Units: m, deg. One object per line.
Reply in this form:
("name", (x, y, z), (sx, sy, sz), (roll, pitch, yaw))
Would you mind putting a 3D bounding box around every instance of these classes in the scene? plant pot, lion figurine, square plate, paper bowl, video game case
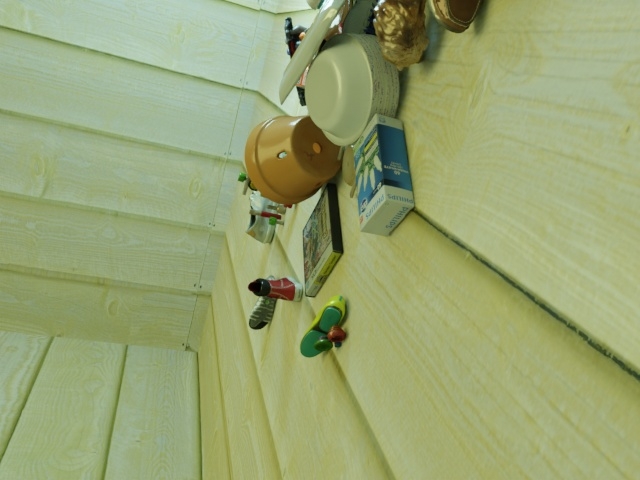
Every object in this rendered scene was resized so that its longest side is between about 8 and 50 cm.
("plant pot", (-0.063, -0.270, 1.726), (0.203, 0.291, 0.290), (-10, 69, 53))
("lion figurine", (0.228, -0.587, 1.190), (0.392, 0.142, 0.240), (-61, 32, 35))
("square plate", (0.002, -0.585, 1.496), (0.347, 0.049, 0.344), (-45, 18, 50))
("paper bowl", (0.064, -0.387, 1.419), (0.284, 0.148, 0.284), (22, 116, 56))
("video game case", (0.000, 0.000, 1.719), (0.248, 0.035, 0.274), (119, 154, -46))

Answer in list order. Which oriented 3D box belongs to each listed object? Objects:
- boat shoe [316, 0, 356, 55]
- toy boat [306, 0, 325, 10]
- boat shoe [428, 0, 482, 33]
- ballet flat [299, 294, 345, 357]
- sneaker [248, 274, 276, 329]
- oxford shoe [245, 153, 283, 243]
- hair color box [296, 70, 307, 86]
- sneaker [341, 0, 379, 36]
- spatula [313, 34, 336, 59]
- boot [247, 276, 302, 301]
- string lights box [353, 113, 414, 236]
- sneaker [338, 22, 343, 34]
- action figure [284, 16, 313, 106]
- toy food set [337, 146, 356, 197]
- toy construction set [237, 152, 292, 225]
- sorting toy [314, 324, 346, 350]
("boat shoe", (0.043, -0.693, 1.869), (0.111, 0.105, 0.307), (-146, 67, -71))
("toy boat", (0.044, -0.961, 2.002), (0.318, 0.148, 0.267), (-95, 27, -59))
("boat shoe", (0.284, -0.561, 1.031), (0.116, 0.123, 0.324), (-177, 95, -70))
("ballet flat", (0.012, 0.235, 1.513), (0.231, 0.077, 0.077), (-61, 4, 38))
("sneaker", (-0.228, 0.245, 2.231), (0.228, 0.086, 0.132), (-64, 16, 13))
("oxford shoe", (-0.252, -0.212, 2.473), (0.169, 0.130, 0.449), (166, 115, -72))
("hair color box", (0.007, -0.517, 1.795), (0.167, 0.093, 0.053), (17, 98, 44))
("sneaker", (0.157, -0.610, 1.434), (0.182, 0.128, 0.315), (-112, 38, -63))
("spatula", (0.048, -0.488, 1.670), (0.168, 0.019, 0.242), (-17, 87, 54))
("boot", (-0.179, 0.165, 1.949), (0.244, 0.176, 0.088), (177, 101, -73))
("string lights box", (0.145, -0.155, 1.291), (0.133, 0.077, 0.259), (126, 149, -51))
("sneaker", (0.082, -0.591, 1.724), (0.221, 0.087, 0.128), (-99, 27, -49))
("action figure", (-0.031, -0.685, 2.108), (0.330, 0.179, 0.341), (-99, -2, -61))
("toy food set", (0.098, -0.220, 1.557), (0.132, 0.039, 0.192), (108, 157, -44))
("toy construction set", (-0.232, -0.208, 2.223), (0.257, 0.237, 0.308), (-99, 26, -46))
("sorting toy", (0.028, 0.255, 1.448), (0.102, 0.061, 0.042), (-36, 41, 32))
